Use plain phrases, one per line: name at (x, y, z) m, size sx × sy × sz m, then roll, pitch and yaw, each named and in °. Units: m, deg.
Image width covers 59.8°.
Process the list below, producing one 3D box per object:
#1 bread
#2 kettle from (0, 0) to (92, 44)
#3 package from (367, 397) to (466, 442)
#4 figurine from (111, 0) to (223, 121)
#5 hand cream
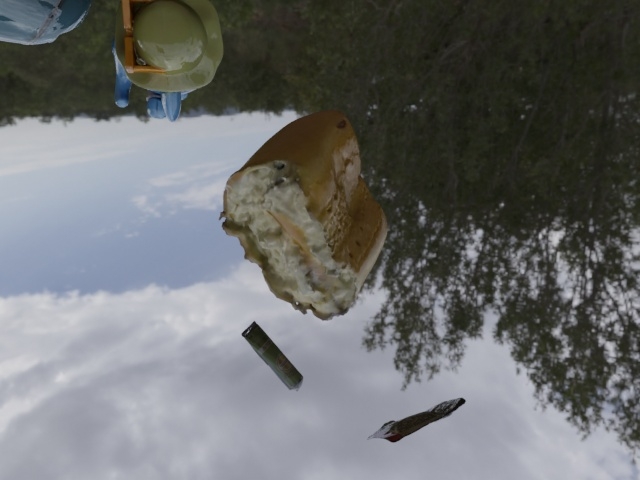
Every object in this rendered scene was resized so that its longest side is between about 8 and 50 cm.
bread at (-0.024, -0.073, 1.205) m, size 0.250 × 0.360 × 0.394 m, roll -11°, pitch -151°, yaw 27°
kettle at (-0.385, -0.363, 0.574) m, size 0.320 × 0.246 × 0.342 m, roll -29°, pitch 141°, yaw 34°
package at (0.242, 0.458, 1.418) m, size 0.240 × 0.030 × 0.154 m, roll -14°, pitch 168°, yaw -27°
figurine at (-0.212, -0.259, 0.782) m, size 0.154 × 0.179 × 0.262 m, roll 27°, pitch 171°, yaw -8°
hand cream at (-0.132, 0.337, 1.597) m, size 0.055 × 0.235 × 0.086 m, roll -39°, pitch -179°, yaw 26°
